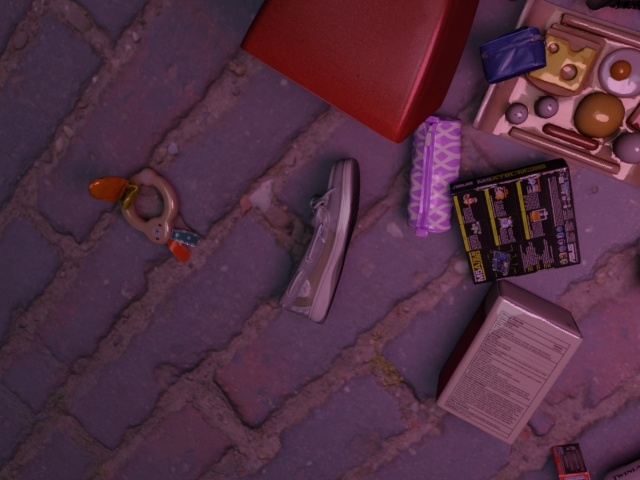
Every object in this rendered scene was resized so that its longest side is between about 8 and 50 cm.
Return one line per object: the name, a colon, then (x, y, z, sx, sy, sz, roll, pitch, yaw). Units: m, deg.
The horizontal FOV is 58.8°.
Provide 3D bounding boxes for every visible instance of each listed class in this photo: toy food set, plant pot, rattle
toy food set: (0.423, -0.226, 0.879, 0.306, 0.092, 0.219, 23, 108, 9)
plant pot: (0.092, -0.335, 0.816, 0.267, 0.267, 0.235, 34, 123, 7)
rattle: (-0.334, -0.041, 1.106, 0.130, 0.143, 0.199, -26, 90, 1)

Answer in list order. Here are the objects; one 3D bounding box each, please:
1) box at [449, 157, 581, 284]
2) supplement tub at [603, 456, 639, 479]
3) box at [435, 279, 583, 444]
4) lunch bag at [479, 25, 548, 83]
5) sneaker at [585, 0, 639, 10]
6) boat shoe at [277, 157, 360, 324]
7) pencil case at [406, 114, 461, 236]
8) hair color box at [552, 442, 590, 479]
box: (0.326, -0.026, 0.948, 0.184, 0.045, 0.190, -13, 119, 17)
supplement tub: (0.654, 0.410, 0.923, 0.316, 0.193, 0.193, -38, 92, 19)
box: (0.321, 0.205, 0.995, 0.149, 0.127, 0.232, 28, 108, 7)
lunch bag: (0.290, -0.280, 0.848, 0.098, 0.067, 0.065, -14, 94, 25)
sneaker: (0.489, -0.360, 0.839, 0.170, 0.051, 0.089, -27, 90, 1)
boat shoe: (0.000, 0.000, 1.038, 0.103, 0.118, 0.320, 16, 114, 6)
pencil case: (0.193, -0.115, 0.971, 0.086, 0.088, 0.206, 4, 105, 17)
hair color box: (0.475, 0.472, 1.039, 0.053, 0.093, 0.167, -15, 99, 17)
